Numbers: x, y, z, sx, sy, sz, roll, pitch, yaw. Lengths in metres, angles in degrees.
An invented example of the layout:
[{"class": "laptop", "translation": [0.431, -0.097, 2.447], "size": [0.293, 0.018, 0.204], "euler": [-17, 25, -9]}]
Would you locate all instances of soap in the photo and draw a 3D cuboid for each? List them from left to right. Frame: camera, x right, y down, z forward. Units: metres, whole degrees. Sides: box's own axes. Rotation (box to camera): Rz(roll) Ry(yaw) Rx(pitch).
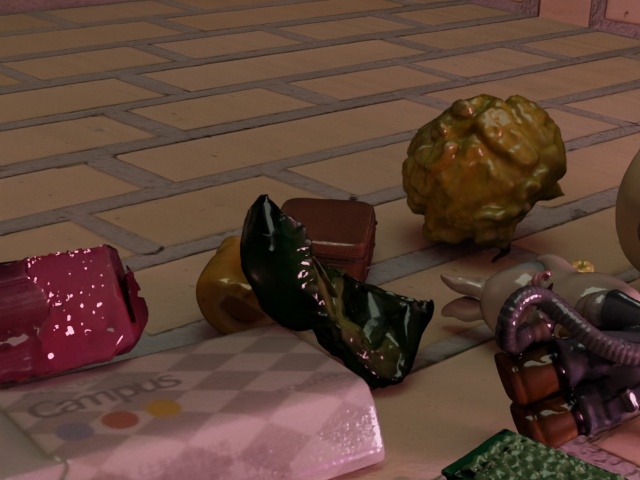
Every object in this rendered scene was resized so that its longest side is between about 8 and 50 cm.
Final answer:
[{"class": "soap", "translation": [-0.336, 0.085, 1.322], "size": [0.325, 0.127, 0.220], "euler": [-11, 2, -10]}]

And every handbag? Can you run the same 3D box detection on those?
[{"class": "handbag", "translation": [0.000, 0.000, 1.796], "size": [0.151, 0.072, 0.193], "euler": [5, 22, 7]}]

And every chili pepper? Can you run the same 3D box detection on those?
[{"class": "chili pepper", "translation": [-0.002, 0.062, 1.461], "size": [0.116, 0.264, 0.148], "euler": [-28, 32, 39]}]

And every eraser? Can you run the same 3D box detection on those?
[{"class": "eraser", "translation": [-0.153, 0.186, 1.253], "size": [0.397, 0.082, 0.213], "euler": [-11, 23, -34]}]

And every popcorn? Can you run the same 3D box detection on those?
[{"class": "popcorn", "translation": [0.239, -0.093, 1.876], "size": [0.249, 0.249, 0.225], "euler": [-15, 64, -41]}]

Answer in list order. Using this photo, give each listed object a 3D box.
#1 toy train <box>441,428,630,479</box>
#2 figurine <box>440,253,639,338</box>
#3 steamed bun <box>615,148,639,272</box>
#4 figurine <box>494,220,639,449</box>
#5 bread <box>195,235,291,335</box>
[{"class": "toy train", "translation": [0.206, 0.262, 1.003], "size": [0.269, 0.154, 0.115], "euler": [20, 28, 37]}, {"class": "figurine", "translation": [0.268, 0.075, 1.564], "size": [0.155, 0.127, 0.235], "euler": [-34, 35, -30]}, {"class": "steamed bun", "translation": [0.648, -0.056, 1.681], "size": [0.456, 0.290, 0.371], "euler": [-40, 39, -11]}, {"class": "figurine", "translation": [0.374, 0.105, 1.354], "size": [0.382, 0.261, 0.186], "euler": [-21, 15, -3]}, {"class": "bread", "translation": [-0.079, 0.064, 1.586], "size": [0.134, 0.085, 0.173], "euler": [15, 21, 5]}]
